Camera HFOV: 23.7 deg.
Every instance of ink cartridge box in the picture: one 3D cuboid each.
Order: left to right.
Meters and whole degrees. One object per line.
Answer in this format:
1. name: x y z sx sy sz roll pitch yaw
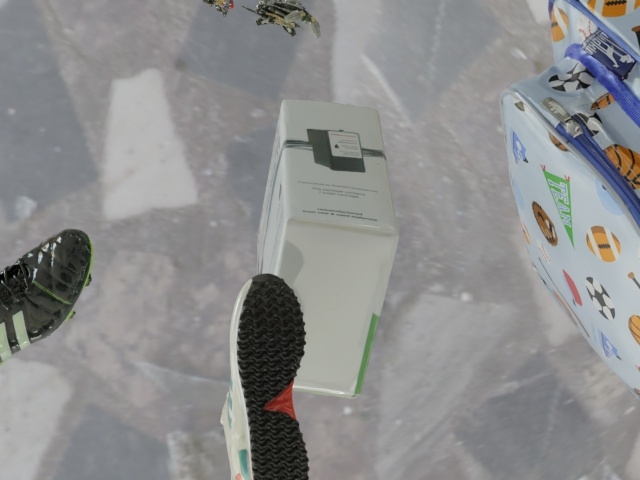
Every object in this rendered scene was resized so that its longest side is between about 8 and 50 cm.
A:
1. ink cartridge box: 0.000 0.000 1.205 0.086 0.208 0.153 8 119 -6

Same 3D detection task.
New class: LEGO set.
1. LEGO set: -0.034 -0.150 0.973 0.083 0.054 0.023 21 87 7

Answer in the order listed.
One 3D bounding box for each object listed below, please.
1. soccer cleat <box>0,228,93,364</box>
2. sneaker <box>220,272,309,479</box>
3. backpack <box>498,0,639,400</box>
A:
1. soccer cleat: -0.236 0.053 1.105 0.179 0.072 0.060 -41 52 20
2. sneaker: -0.049 0.105 1.080 0.075 0.057 0.161 -6 88 58
3. backpack: 0.238 -0.021 0.866 0.213 0.276 0.263 -38 51 -9
